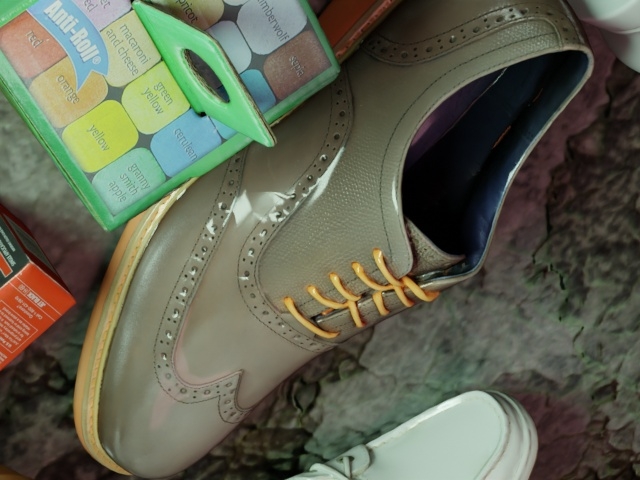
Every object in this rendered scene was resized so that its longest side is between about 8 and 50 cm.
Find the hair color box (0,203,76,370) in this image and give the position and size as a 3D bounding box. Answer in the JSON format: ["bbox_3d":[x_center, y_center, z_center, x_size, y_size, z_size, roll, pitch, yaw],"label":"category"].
[{"bbox_3d":[-0.199,0.049,1.013,0.141,0.072,0.043,-43,135,1],"label":"hair color box"}]

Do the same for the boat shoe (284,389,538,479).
[{"bbox_3d":[0.011,0.182,1.227,0.277,0.098,0.096,-41,135,2],"label":"boat shoe"}]

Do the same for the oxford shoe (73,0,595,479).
[{"bbox_3d":[0.000,0.000,1.060,0.130,0.133,0.364,25,107,-42],"label":"oxford shoe"}]

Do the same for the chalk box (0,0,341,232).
[{"bbox_3d":[-0.089,-0.105,0.869,0.132,0.213,0.132,-34,134,-6],"label":"chalk box"}]

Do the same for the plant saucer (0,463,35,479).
[{"bbox_3d":[-0.234,0.160,1.042,0.200,0.037,0.200,-18,165,-5],"label":"plant saucer"}]

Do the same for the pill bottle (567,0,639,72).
[{"bbox_3d":[0.231,-0.138,1.114,0.216,0.121,0.121,16,113,-39],"label":"pill bottle"}]
